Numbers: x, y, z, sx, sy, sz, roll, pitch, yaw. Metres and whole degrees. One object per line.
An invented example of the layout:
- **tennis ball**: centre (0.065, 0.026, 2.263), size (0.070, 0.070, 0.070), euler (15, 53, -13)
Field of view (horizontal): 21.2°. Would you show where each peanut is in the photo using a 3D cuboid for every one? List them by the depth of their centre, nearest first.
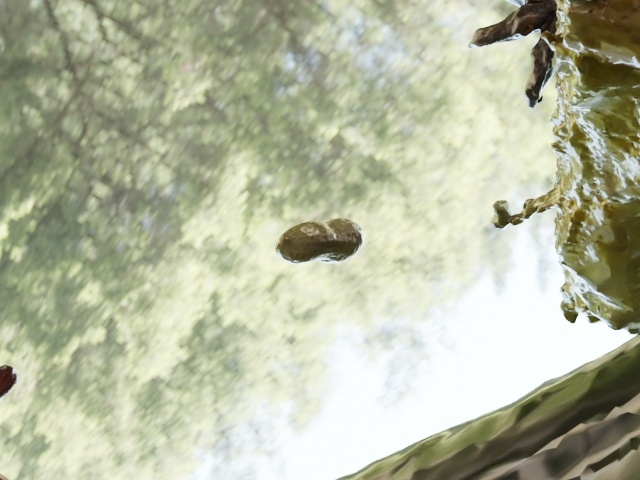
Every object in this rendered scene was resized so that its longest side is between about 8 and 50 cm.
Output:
- **peanut**: centre (0.000, 0.000, 1.346), size (0.083, 0.037, 0.037), euler (-1, -110, -37)

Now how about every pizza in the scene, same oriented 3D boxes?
- **pizza**: centre (0.199, -0.019, 0.837), size (0.280, 0.287, 0.075), euler (7, -123, -13)

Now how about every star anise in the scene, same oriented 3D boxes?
- **star anise**: centre (0.165, -0.159, 1.170), size (0.141, 0.042, 0.141), euler (-2, -106, 8)

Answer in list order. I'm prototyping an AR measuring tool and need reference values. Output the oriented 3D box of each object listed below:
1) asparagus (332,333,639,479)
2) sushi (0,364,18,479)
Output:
- **asparagus**: centre (0.043, 0.119, 0.551), size (0.108, 0.382, 0.128), euler (43, -139, -21)
- **sushi**: centre (-0.299, 0.127, 0.809), size (0.332, 0.130, 0.124), euler (-15, -115, -13)
